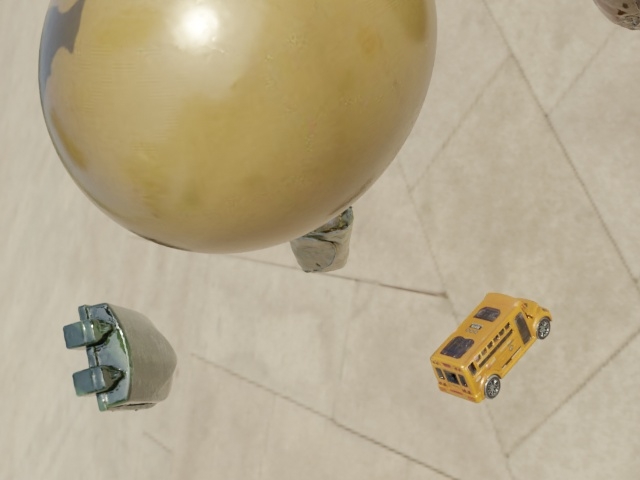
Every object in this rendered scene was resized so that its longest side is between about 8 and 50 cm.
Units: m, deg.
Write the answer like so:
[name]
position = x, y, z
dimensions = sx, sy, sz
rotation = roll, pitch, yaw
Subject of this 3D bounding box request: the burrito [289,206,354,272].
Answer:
[burrito]
position = 0.000, 0.000, 1.214
dimensions = 0.226, 0.087, 0.060
rotation = 81, -160, -74

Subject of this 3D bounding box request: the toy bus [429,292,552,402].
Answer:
[toy bus]
position = 0.247, 0.141, 1.386
dimensions = 0.083, 0.088, 0.194
rotation = 11, 45, 48

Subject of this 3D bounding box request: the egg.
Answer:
[egg]
position = -0.060, -0.155, 0.803
dimensions = 0.301, 0.301, 0.374
rotation = -49, 2, 44

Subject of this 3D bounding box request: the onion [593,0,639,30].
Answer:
[onion]
position = 0.380, -0.351, 0.960
dimensions = 0.232, 0.314, 0.314
rotation = 47, 124, 31

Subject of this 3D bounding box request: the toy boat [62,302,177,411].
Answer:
[toy boat]
position = -0.268, 0.171, 1.369
dimensions = 0.319, 0.092, 0.141
rotation = 47, -152, -77
